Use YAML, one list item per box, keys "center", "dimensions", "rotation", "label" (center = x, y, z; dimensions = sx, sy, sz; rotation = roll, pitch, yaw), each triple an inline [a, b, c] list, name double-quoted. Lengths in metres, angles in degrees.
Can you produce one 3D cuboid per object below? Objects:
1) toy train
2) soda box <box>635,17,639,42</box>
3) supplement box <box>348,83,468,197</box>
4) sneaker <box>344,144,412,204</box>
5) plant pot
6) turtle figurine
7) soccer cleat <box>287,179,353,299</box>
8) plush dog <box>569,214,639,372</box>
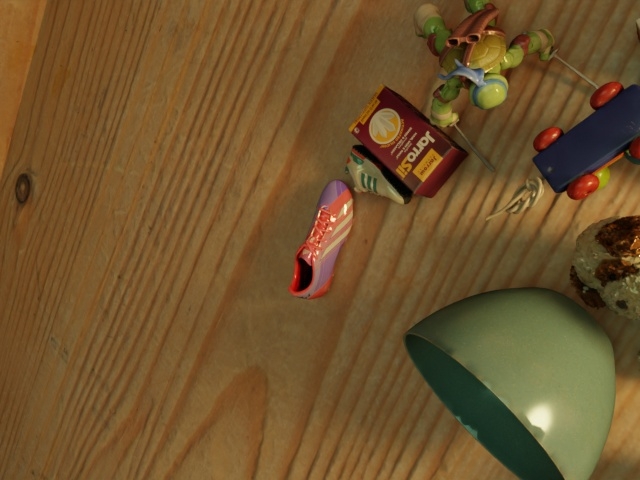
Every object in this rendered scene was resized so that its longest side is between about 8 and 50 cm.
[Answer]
- center: [0.365, -0.099, 0.722]
  dimensions: [0.248, 0.143, 0.105]
  rotation: [-41, 59, 33]
  label: "toy train"
- center: [0.535, -0.301, 0.642]
  dimensions: [0.216, 0.069, 0.074]
  rotation: [-25, 75, 33]
  label: "soda box"
- center: [0.155, -0.177, 0.901]
  dimensions: [0.188, 0.080, 0.104]
  rotation: [49, 115, 25]
  label: "supplement box"
- center: [0.106, -0.110, 0.959]
  dimensions: [0.161, 0.057, 0.075]
  rotation: [48, 131, 25]
  label: "sneaker"
- center: [0.288, 0.179, 0.711]
  dimensions: [0.195, 0.290, 0.290]
  rotation: [-40, 62, -11]
  label: "plant pot"
- center: [0.263, -0.275, 0.816]
  dimensions: [0.198, 0.274, 0.267]
  rotation: [-51, 39, 48]
  label: "turtle figurine"
- center: [0.000, 0.000, 0.999]
  dimensions: [0.083, 0.095, 0.248]
  rotation: [22, 102, 34]
  label: "soccer cleat"
- center: [0.439, 0.044, 0.637]
  dimensions: [0.225, 0.262, 0.211]
  rotation: [27, 71, 23]
  label: "plush dog"
